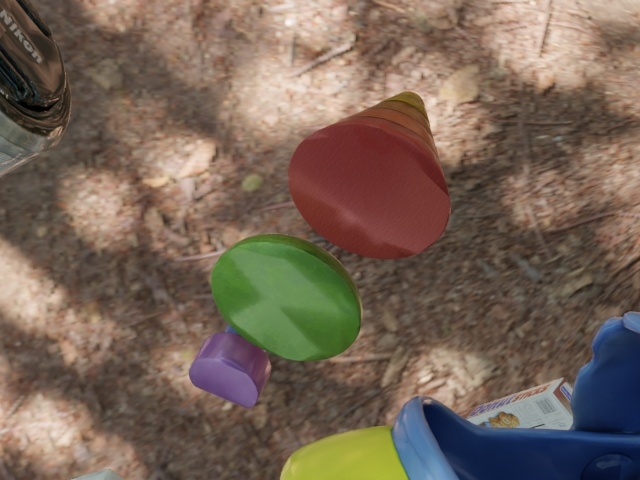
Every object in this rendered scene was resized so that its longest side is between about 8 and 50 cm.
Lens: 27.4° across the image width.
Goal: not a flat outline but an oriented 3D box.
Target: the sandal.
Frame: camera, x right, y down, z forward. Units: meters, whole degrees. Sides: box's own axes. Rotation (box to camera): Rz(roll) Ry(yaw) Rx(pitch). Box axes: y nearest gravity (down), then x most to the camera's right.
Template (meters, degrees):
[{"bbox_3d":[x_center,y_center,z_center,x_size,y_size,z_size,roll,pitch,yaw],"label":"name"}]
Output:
[{"bbox_3d":[0.140,0.130,0.436,0.138,0.126,0.317,-43,123,14],"label":"sandal"}]

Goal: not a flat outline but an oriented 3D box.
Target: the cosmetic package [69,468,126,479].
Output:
[{"bbox_3d":[-0.156,0.272,0.824,0.085,0.231,0.117,-25,123,41],"label":"cosmetic package"}]

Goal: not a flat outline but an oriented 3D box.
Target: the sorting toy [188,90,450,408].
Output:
[{"bbox_3d":[0.000,0.000,1.066,0.127,0.126,0.365,31,135,-5],"label":"sorting toy"}]

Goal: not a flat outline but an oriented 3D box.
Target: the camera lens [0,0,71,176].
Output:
[{"bbox_3d":[-0.407,-0.142,1.313,0.274,0.219,0.219,-26,86,18],"label":"camera lens"}]

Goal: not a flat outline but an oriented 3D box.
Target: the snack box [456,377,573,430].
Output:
[{"bbox_3d":[0.160,0.153,1.036,0.064,0.022,0.178,50,153,-2],"label":"snack box"}]
